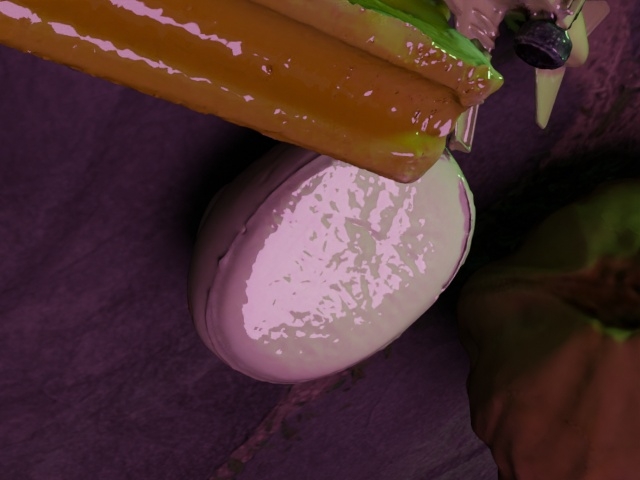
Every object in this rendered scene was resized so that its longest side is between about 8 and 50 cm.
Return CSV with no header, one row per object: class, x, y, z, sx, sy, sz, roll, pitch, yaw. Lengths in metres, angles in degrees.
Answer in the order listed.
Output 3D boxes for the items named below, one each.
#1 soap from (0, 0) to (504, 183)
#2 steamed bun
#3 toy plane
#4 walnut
soap,-0.074,-0.148,0.417,0.315,0.199,0.091,13,125,-36
steamed bun,0.000,0.000,0.625,0.228,0.130,0.177,-45,122,3
toy plane,0.130,-0.177,0.541,0.244,0.092,0.229,35,84,-52
walnut,0.302,0.132,0.757,0.384,0.383,0.383,-14,133,-15
